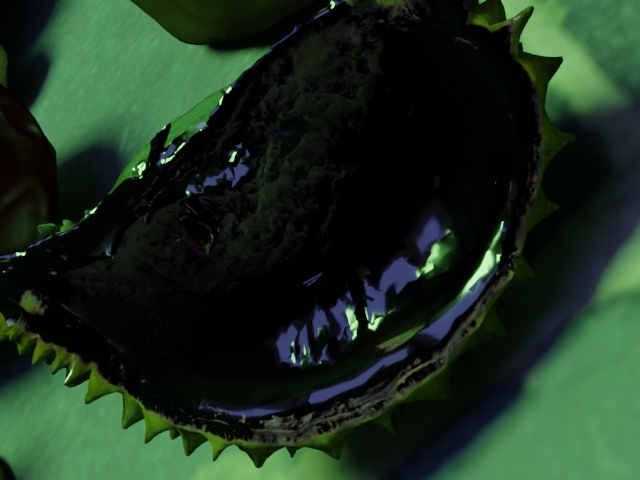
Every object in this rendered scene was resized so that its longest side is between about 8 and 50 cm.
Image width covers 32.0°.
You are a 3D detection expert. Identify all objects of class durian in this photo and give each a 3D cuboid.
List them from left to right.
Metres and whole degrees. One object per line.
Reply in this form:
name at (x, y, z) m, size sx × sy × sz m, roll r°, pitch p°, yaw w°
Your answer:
durian at (0.000, -0.001, 0.362) m, size 0.187 × 0.119 × 0.108 m, roll -35°, pitch 2°, yaw 12°

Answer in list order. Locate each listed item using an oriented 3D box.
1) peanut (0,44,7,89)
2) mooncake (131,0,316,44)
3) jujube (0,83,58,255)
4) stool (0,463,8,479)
peanut at (-0.278, -0.087, 0.748) m, size 0.207 × 0.087 × 0.087 m, roll -23°, pitch 48°, yaw 42°
mooncake at (-0.036, -0.248, 0.510) m, size 0.290 × 0.161 × 0.290 m, roll -28°, pitch 47°, yaw 35°
jujube at (-0.238, -0.005, 0.586) m, size 0.230 × 0.155 × 0.155 m, roll -23°, pitch 48°, yaw 42°
stool at (-0.210, 0.128, 0.482) m, size 0.134 × 0.110 × 0.135 m, roll 24°, pitch 82°, yaw 55°
